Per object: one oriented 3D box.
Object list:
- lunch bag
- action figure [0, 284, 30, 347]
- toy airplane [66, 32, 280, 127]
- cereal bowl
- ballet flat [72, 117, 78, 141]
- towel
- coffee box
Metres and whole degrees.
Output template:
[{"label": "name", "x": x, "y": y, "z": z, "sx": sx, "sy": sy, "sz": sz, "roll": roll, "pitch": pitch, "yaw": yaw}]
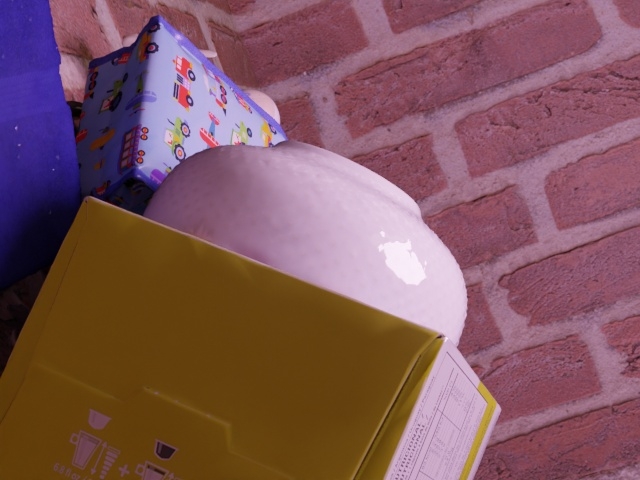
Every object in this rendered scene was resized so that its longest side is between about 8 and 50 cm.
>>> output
[{"label": "lunch bag", "x": -0.131, "y": -0.079, "z": 1.432, "sx": 0.293, "sy": 0.138, "sz": 0.221, "roll": 31, "pitch": 49, "yaw": -37}, {"label": "action figure", "x": -0.251, "y": 0.122, "z": 1.235, "sx": 0.275, "sy": 0.140, "sz": 0.164, "roll": -44, "pitch": 144, "yaw": -42}, {"label": "toy airplane", "x": -0.170, "y": -0.102, "z": 1.691, "sx": 0.386, "sy": 0.272, "sz": 0.384, "roll": 60, "pitch": 2, "yaw": -16}, {"label": "cereal bowl", "x": 0.000, "y": 0.000, "z": 1.218, "sx": 0.141, "sy": 0.338, "sz": 0.339, "roll": -63, "pitch": 158, "yaw": -8}, {"label": "ballet flat", "x": -0.291, "y": -0.061, "z": 1.436, "sx": 0.316, "sy": 0.107, "sz": 0.106, "roll": 58, "pitch": -15, "yaw": -19}, {"label": "towel", "x": -0.326, "y": -0.113, "z": 1.188, "sx": 0.227, "sy": 0.076, "sz": 0.308, "roll": -34, "pitch": 119, "yaw": -64}, {"label": "coffee box", "x": -0.074, "y": 0.209, "z": 1.078, "sx": 0.338, "sy": 0.337, "sz": 0.334, "roll": -66, "pitch": 159, "yaw": -10}]
